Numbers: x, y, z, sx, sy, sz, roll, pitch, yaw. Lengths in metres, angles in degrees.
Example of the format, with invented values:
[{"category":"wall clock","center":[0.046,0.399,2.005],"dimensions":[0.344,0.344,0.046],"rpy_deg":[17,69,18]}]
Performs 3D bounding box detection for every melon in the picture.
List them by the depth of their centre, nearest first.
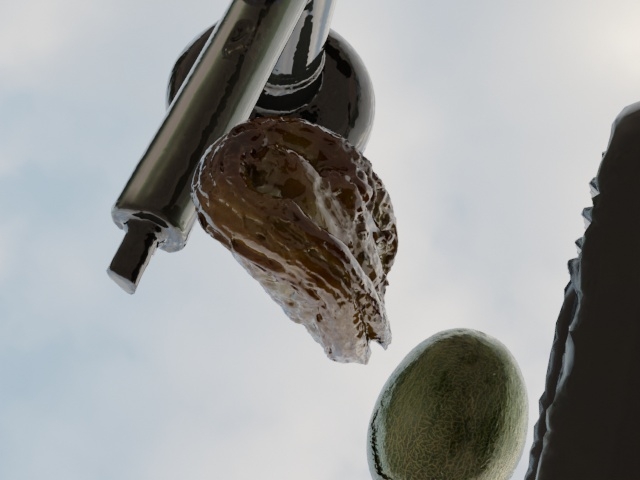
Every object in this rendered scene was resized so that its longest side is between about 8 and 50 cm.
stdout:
[{"category":"melon","center":[0.112,0.172,1.201],"dimensions":[0.139,0.139,0.192],"rpy_deg":[21,-89,21]}]

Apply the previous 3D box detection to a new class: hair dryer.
[{"category":"hair dryer","center":[-0.074,-0.095,0.858],"dimensions":[0.155,0.320,0.284],"rpy_deg":[38,-105,10]}]

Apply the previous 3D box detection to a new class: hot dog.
[{"category":"hot dog","center":[-0.002,0.002,0.682],"dimensions":[0.065,0.147,0.099],"rpy_deg":[-21,-143,29]}]

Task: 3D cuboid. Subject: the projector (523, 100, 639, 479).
[{"category":"projector","center":[0.265,0.172,0.477],"dimensions":[0.405,0.242,0.395],"rpy_deg":[10,-93,14]}]
